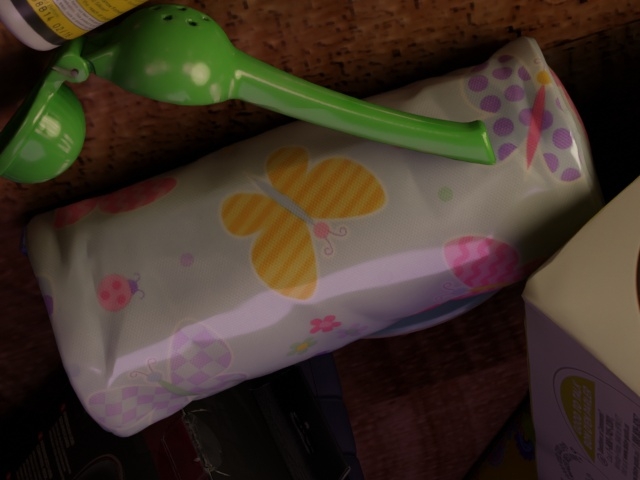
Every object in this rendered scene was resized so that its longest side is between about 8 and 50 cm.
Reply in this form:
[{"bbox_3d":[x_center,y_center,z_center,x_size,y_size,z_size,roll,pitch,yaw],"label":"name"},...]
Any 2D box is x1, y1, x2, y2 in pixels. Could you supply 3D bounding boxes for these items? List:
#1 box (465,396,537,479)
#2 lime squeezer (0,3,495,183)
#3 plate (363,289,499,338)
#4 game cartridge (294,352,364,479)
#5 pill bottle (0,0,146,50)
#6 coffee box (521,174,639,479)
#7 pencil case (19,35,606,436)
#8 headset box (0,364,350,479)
[{"bbox_3d":[0.252,0.237,1.306,0.279,0.177,0.290,-6,148,-23],"label":"box"},{"bbox_3d":[-0.090,-0.040,0.760,0.310,0.059,0.110,-18,131,5],"label":"lime squeezer"},{"bbox_3d":[0.050,0.012,0.973,0.188,0.024,0.188,-14,150,-8],"label":"plate"},{"bbox_3d":[-0.040,0.254,1.118,0.068,0.230,0.355,-4,148,-24],"label":"game cartridge"},{"bbox_3d":[-0.067,-0.121,0.646,0.116,0.065,0.065,-25,150,13],"label":"pill bottle"},{"bbox_3d":[0.329,0.089,0.850,0.337,0.334,0.338,-41,153,-12],"label":"coffee box"},{"bbox_3d":[0.000,0.000,0.838,0.273,0.113,0.124,-21,165,5],"label":"pencil case"},{"bbox_3d":[-0.088,0.190,0.951,0.110,0.218,0.293,17,122,-40],"label":"headset box"}]
